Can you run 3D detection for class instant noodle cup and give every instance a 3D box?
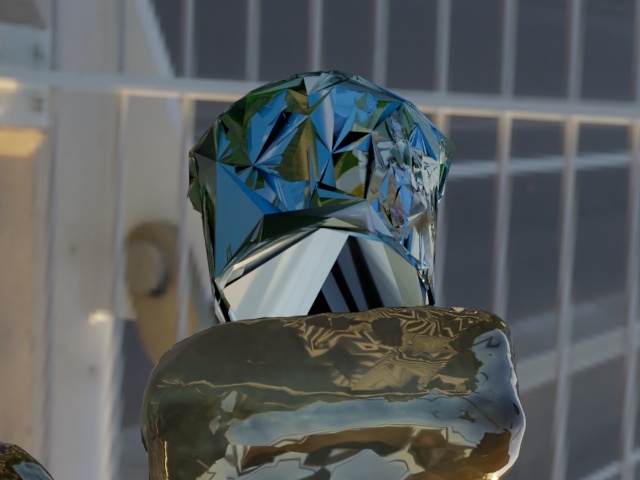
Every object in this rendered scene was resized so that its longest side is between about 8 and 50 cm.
[{"bbox_3d":[0.000,0.000,1.530,0.178,0.240,0.240,-93,167,-49],"label":"instant noodle cup"}]

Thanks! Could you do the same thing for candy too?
[{"bbox_3d":[0.008,0.106,1.112,0.104,0.234,0.102,-91,179,-54],"label":"candy"}]

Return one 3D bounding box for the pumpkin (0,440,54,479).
[{"bbox_3d":[-0.387,0.310,1.854,0.139,0.317,0.221,-39,98,-44],"label":"pumpkin"}]
